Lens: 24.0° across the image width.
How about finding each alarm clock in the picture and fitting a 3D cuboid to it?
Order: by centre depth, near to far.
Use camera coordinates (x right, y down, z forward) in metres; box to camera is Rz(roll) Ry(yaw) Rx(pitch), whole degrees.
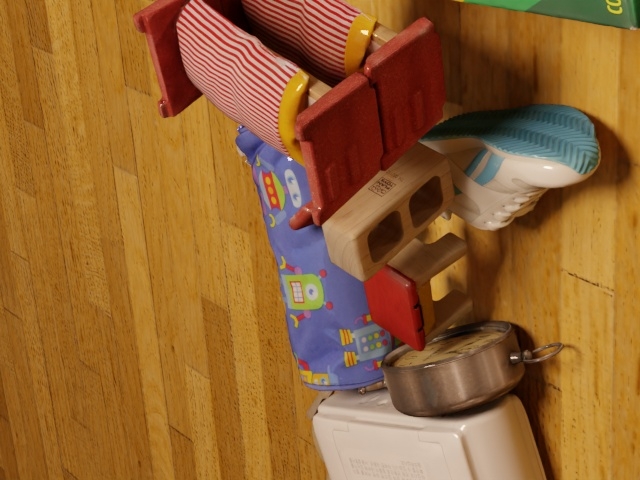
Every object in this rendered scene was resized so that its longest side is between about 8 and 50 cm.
[{"bbox_3d":[0.141,0.118,1.398,0.192,0.129,0.064,-16,96,37],"label":"alarm clock"}]

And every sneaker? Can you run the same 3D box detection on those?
[{"bbox_3d":[0.166,-0.060,1.301,0.228,0.087,0.092,7,121,62],"label":"sneaker"}]

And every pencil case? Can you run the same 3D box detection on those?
[{"bbox_3d":[0.000,0.000,1.532,0.133,0.119,0.306,-10,100,33],"label":"pencil case"}]

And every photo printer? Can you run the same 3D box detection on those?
[{"bbox_3d":[0.133,0.299,1.512,0.256,0.107,0.307,-3,108,54],"label":"photo printer"}]

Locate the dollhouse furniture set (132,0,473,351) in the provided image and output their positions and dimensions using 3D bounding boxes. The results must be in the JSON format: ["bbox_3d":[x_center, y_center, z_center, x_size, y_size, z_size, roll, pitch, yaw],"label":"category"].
[{"bbox_3d":[-0.003,-0.056,1.303,0.201,0.152,0.374,34,153,33],"label":"dollhouse furniture set"}]

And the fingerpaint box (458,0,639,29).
[{"bbox_3d":[0.098,-0.399,1.061,0.371,0.163,0.445,22,135,49],"label":"fingerpaint box"}]

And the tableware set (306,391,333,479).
[{"bbox_3d":[0.030,0.200,1.678,0.128,0.039,0.194,54,145,22],"label":"tableware set"}]
